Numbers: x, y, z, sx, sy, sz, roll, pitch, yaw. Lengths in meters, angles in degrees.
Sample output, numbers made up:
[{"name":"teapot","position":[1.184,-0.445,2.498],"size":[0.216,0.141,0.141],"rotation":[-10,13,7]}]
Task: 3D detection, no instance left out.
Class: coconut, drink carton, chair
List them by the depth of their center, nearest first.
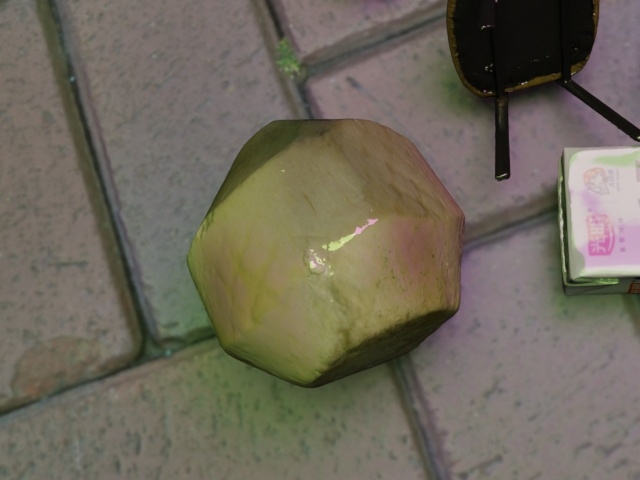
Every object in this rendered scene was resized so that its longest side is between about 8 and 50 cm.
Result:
[{"name":"drink carton","position":[0.379,-0.019,0.782],"size":[0.314,0.106,0.131],"rotation":[-2,75,12]},{"name":"coconut","position":[0.000,0.000,0.785],"size":[0.259,0.259,0.259],"rotation":[-3,76,11]},{"name":"chair","position":[0.206,-0.206,0.803],"size":[0.172,0.159,0.247],"rotation":[-14,41,3]}]
